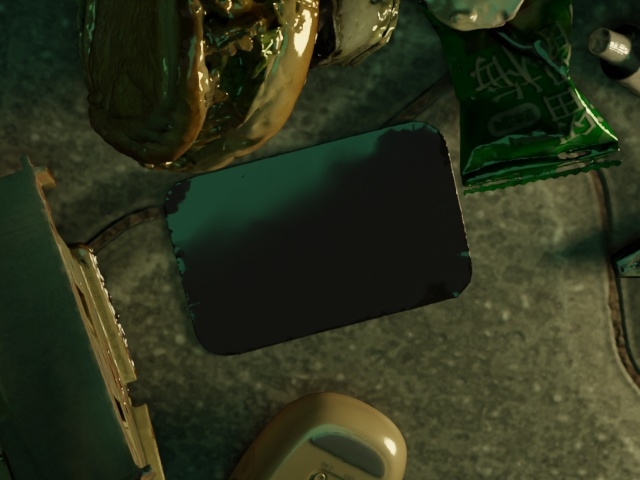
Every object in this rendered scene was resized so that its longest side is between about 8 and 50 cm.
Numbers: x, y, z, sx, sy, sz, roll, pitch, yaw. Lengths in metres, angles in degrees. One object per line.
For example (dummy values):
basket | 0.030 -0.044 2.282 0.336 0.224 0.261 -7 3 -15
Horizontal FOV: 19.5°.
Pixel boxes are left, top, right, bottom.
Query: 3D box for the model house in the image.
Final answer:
model house | -0.248 0.122 1.628 0.169 0.244 0.326 -22 75 -1

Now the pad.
pad | 0.000 0.000 1.715 0.267 0.004 0.181 -14 109 -2

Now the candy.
candy | 0.177 -0.148 1.648 0.141 0.078 0.203 -11 101 15

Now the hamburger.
hamburger | -0.106 -0.185 1.519 0.146 0.243 0.286 -4 145 -32

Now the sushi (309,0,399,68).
sushi | 0.014 -0.279 1.580 0.109 0.134 0.273 0 91 -23

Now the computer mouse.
computer mouse | -0.018 0.248 1.752 0.145 0.082 0.236 26 105 -15

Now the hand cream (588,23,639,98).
hand cream | 0.340 -0.143 1.675 0.257 0.050 0.084 14 102 -29

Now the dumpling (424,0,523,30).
dumpling | 0.136 -0.303 1.550 0.193 0.147 0.258 36 72 -14

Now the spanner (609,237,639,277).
spanner | 0.428 -0.017 1.740 0.324 0.040 0.096 -15 108 -3
